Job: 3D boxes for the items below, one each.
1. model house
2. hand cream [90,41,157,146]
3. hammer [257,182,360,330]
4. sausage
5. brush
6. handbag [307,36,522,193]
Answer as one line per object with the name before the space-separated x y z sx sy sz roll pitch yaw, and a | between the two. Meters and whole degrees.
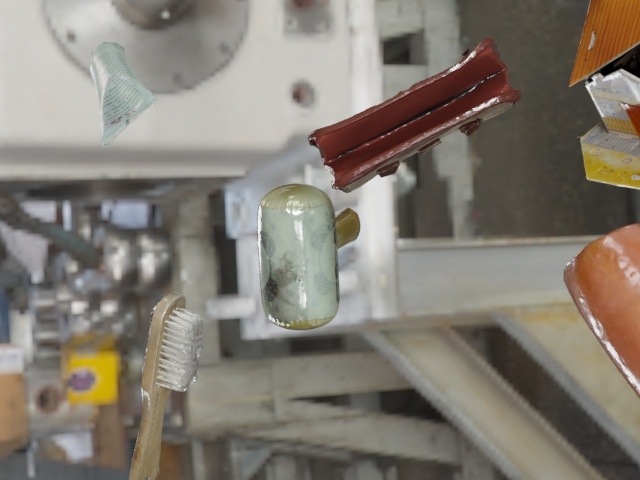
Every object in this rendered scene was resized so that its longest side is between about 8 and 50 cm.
model house | 0.337 -0.160 1.458 0.219 0.207 0.136 22 151 53
hand cream | -0.265 -0.200 1.991 0.058 0.085 0.331 52 -178 -21
hammer | 0.000 0.000 2.188 0.305 0.113 0.202 -37 -51 -67
sausage | 0.321 0.108 1.342 0.259 0.113 0.113 54 145 18
brush | -0.216 0.225 2.153 0.065 0.070 0.327 23 118 19
handbag | 0.119 -0.142 1.885 0.084 0.260 0.275 62 -173 3
